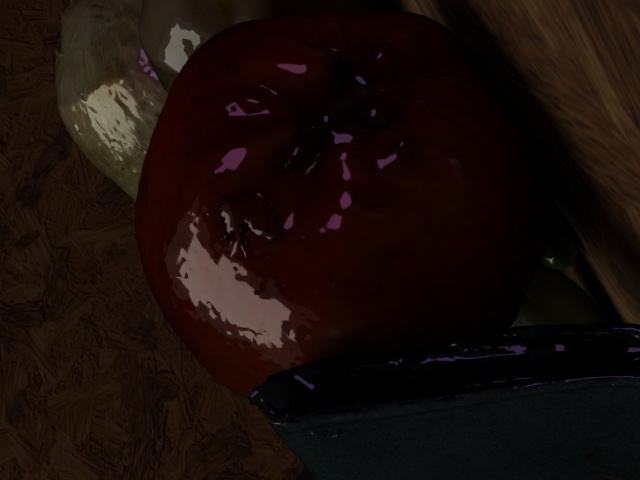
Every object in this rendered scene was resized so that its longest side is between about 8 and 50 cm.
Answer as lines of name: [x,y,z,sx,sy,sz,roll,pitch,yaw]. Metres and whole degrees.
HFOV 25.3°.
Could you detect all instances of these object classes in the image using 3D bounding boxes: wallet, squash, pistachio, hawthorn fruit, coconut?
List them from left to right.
coconut: [-0.100,-0.167,1.303,0.255,0.297,0.297,54,-177,-19]
pistachio: [-0.042,-0.170,1.019,0.288,0.166,0.197,-84,-12,-79]
hawthorn fruit: [0.000,0.000,0.763,0.211,0.211,0.299,59,156,12]
squash: [0.122,-0.012,0.815,0.027,0.027,0.089,57,-175,-36]
wallet: [0.132,0.165,0.713,0.379,0.190,0.046,56,-149,-42]

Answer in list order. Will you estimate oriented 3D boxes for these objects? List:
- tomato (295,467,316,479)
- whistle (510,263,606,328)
tomato: [0.096,0.273,1.024,0.316,0.282,0.317,12,-90,-84]
whistle: [0.069,0.060,0.877,0.067,0.258,0.126,-63,-33,-44]
